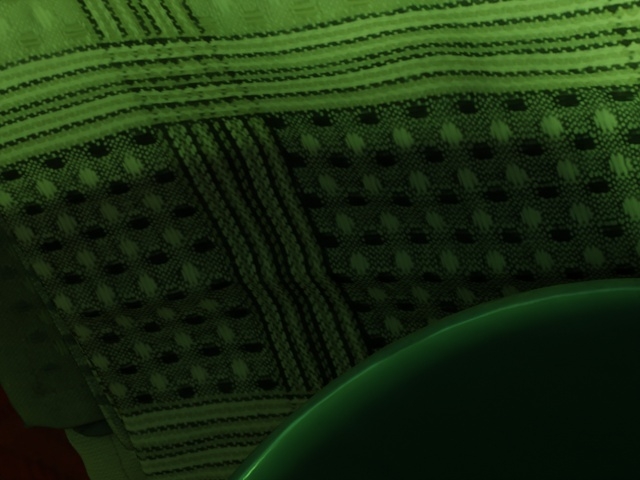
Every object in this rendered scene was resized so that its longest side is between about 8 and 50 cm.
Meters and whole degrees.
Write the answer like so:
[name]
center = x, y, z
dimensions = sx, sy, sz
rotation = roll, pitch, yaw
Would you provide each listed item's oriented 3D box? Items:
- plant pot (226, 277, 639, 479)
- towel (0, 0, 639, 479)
[plant pot]
center = 0.113, 0.192, 0.604
dimensions = 0.293, 0.235, 0.293
rotation = -12, 59, 22
[towel]
center = 0.000, 0.000, 0.676
dimensions = 0.324, 0.312, 0.056
rotation = -2, 44, 25
